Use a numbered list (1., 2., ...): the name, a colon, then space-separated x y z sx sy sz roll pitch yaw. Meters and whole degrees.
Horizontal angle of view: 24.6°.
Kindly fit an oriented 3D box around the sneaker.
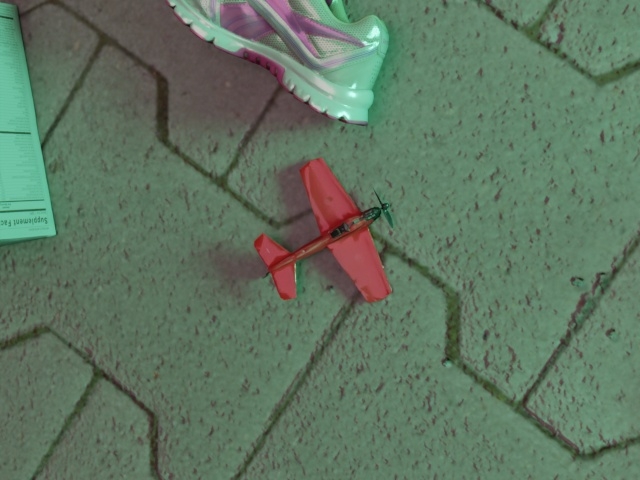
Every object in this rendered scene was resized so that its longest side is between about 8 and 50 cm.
1. sneaker: -0.039 -0.211 1.360 0.252 0.103 0.111 33 100 9

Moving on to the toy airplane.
1. toy airplane: 0.000 0.000 1.387 0.151 0.028 0.151 2 94 20

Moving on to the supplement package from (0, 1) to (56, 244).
1. supplement package: -0.372 -0.109 1.463 0.134 0.139 0.244 -10 89 19
